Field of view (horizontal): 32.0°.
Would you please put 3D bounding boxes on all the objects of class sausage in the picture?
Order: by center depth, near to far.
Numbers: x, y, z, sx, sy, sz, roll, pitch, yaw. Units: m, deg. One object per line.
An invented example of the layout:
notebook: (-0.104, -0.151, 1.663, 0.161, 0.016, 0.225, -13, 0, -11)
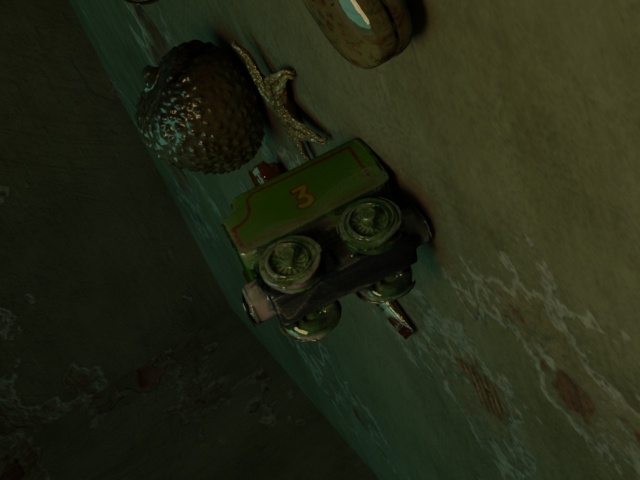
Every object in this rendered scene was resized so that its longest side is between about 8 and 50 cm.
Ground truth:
sausage: (-0.044, -0.042, 2.300, 0.302, 0.076, 0.103, 53, 168, 20)

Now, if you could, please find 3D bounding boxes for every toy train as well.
toy train: (0.000, 0.000, 1.726, 0.249, 0.307, 0.173, 58, 172, 40)

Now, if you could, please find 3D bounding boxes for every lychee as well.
lychee: (-0.231, -0.256, 2.171, 0.274, 0.255, 0.255, 28, 178, -20)

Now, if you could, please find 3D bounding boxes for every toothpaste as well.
toothpaste: (0.103, 0.088, 2.151, 0.239, 0.039, 0.062, 54, 161, 7)

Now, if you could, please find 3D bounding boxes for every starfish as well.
starfish: (-0.059, -0.224, 1.973, 0.295, 0.048, 0.231, 61, 167, -22)

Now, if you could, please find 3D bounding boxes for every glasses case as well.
glasses case: (-0.027, -0.394, 1.291, 0.425, 0.098, 0.156, 59, 165, -8)

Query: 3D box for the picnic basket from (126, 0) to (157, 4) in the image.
picnic basket: (-0.283, -0.479, 1.895, 0.128, 0.178, 0.138, 62, 167, -21)
